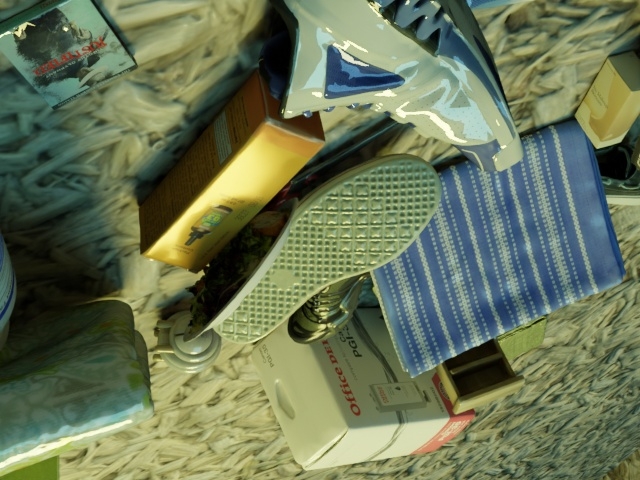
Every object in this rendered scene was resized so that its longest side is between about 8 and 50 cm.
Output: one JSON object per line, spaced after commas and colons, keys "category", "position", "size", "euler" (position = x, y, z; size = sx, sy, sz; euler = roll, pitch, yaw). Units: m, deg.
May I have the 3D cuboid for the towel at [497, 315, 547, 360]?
{"category": "towel", "position": [0.366, 0.179, 2.111], "size": [0.110, 0.027, 0.148], "euler": [-26, 153, -2]}

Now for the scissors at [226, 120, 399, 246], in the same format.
{"category": "scissors", "position": [-0.026, -0.062, 1.319], "size": [0.297, 0.021, 0.109], "euler": [-26, 153, -1]}

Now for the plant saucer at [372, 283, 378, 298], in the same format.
{"category": "plant saucer", "position": [0.167, 0.040, 1.649], "size": [0.188, 0.045, 0.188], "euler": [-27, 155, 2]}

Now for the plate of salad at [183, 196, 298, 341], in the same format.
{"category": "plate of salad", "position": [-0.095, 0.025, 1.249], "size": [0.200, 0.048, 0.200], "euler": [-49, -168, 14]}

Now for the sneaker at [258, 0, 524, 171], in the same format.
{"category": "sneaker", "position": [0.048, -0.167, 1.053], "size": [0.182, 0.127, 0.315], "euler": [-26, 137, 20]}

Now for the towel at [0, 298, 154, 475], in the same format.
{"category": "towel", "position": [-0.337, 0.162, 1.183], "size": [0.320, 0.090, 0.374], "euler": [-21, -170, -7]}

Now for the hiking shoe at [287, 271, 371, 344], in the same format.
{"category": "hiking shoe", "position": [0.001, 0.050, 1.497], "size": [0.114, 0.086, 0.227], "euler": [11, 130, -35]}

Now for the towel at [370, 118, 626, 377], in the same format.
{"category": "towel", "position": [0.225, 0.008, 1.463], "size": [0.336, 0.243, 0.040], "euler": [-23, -162, -14]}

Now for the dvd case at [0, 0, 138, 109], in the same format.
{"category": "dvd case", "position": [-0.214, -0.161, 0.965], "size": [0.087, 0.013, 0.119], "euler": [-26, 155, 1]}

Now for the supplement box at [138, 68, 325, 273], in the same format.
{"category": "supplement box", "position": [-0.097, -0.065, 1.167], "size": [0.078, 0.080, 0.233], "euler": [19, 130, -35]}

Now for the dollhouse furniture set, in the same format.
{"category": "dollhouse furniture set", "position": [0.224, 0.111, 1.592], "size": [0.212, 0.161, 0.242], "euler": [-17, 153, -16]}

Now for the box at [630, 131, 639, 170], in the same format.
{"category": "box", "position": [0.528, -0.221, 1.392], "size": [0.293, 0.073, 0.295], "euler": [-34, 156, -8]}

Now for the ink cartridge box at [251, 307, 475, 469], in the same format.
{"category": "ink cartridge box", "position": [0.065, 0.213, 1.695], "size": [0.283, 0.207, 0.117], "euler": [3, 142, -45]}

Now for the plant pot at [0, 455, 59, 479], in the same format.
{"category": "plant pot", "position": [-0.484, 0.345, 1.435], "size": [0.293, 0.275, 0.275], "euler": [1, 147, -15]}

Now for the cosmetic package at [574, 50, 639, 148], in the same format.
{"category": "cosmetic package", "position": [0.363, -0.172, 1.409], "size": [0.041, 0.060, 0.115], "euler": [-17, 151, -21]}

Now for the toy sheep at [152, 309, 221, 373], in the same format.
{"category": "toy sheep", "position": [-0.170, 0.130, 1.472], "size": [0.091, 0.091, 0.132], "euler": [-18, 172, -15]}

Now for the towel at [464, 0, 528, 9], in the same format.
{"category": "towel", "position": [0.245, -0.325, 1.047], "size": [0.209, 0.034, 0.285], "euler": [-14, 152, -24]}

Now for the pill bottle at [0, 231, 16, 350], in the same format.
{"category": "pill bottle", "position": [-0.357, 0.022, 1.022], "size": [0.152, 0.152, 0.272], "euler": [-18, 154, -14]}

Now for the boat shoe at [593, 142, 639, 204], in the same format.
{"category": "boat shoe", "position": [0.419, -0.095, 1.585], "size": [0.219, 0.078, 0.070], "euler": [-8, 150, -29]}

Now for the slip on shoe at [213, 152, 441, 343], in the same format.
{"category": "slip on shoe", "position": [0.000, 0.000, 1.357], "size": [0.331, 0.123, 0.101], "euler": [-37, -164, 23]}
